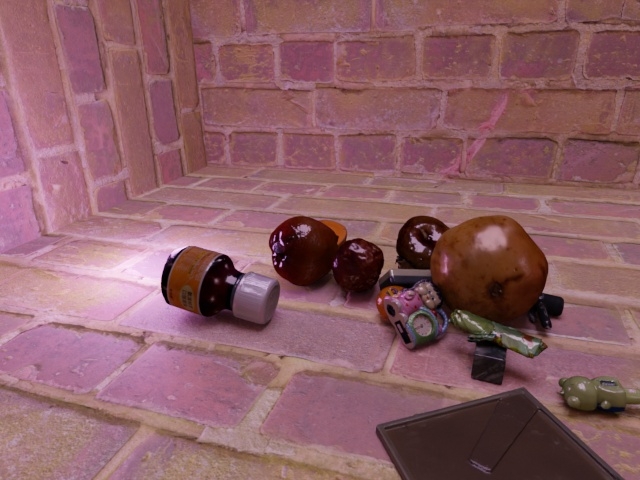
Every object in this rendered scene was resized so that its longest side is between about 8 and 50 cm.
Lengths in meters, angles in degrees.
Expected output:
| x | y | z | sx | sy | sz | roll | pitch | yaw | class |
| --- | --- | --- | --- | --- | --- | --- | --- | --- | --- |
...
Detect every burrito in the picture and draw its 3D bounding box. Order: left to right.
| x | y | z | sx | sy | sz | roll | pitch | yaw | class |
| --- | --- | --- | --- | --- | --- | --- | --- | --- | --- |
| 0.498 | 0.275 | 1.324 | 0.288 | 0.054 | 0.104 | 21 | 32 | 39 | burrito |

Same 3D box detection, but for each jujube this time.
| x | y | z | sx | sy | sz | roll | pitch | yaw | class |
| --- | --- | --- | --- | --- | --- | --- | --- | --- | --- |
| 0.147 | 0.099 | 1.767 | 0.213 | 0.212 | 0.232 | 5 | -1 | 15 | jujube |

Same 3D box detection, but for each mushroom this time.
| x | y | z | sx | sy | sz | roll | pitch | yaw | class |
| --- | --- | --- | --- | --- | --- | --- | --- | --- | --- |
| 0.433 | 0.024 | 1.855 | 0.268 | 0.266 | 0.254 | 4 | -18 | 13 | mushroom |

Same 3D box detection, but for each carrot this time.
| x | y | z | sx | sy | sz | roll | pitch | yaw | class |
| --- | --- | --- | --- | --- | --- | --- | --- | --- | --- |
| 0.000 | 0.000 | 2.191 | 0.259 | 0.100 | 0.307 | -1 | 24 | 8 | carrot |

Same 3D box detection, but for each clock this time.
| x | y | z | sx | sy | sz | roll | pitch | yaw | class |
| --- | --- | --- | --- | --- | --- | --- | --- | --- | --- |
| 0.327 | 0.237 | 1.493 | 0.196 | 0.193 | 0.100 | -22 | -11 | -26 | clock |

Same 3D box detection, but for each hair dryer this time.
| x | y | z | sx | sy | sz | roll | pitch | yaw | class |
| --- | --- | --- | --- | --- | --- | --- | --- | --- | --- |
| 0.772 | 0.248 | 1.554 | 0.125 | 0.071 | 0.219 | 12 | 24 | 14 | hair dryer |

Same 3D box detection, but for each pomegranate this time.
| x | y | z | sx | sy | sz | roll | pitch | yaw | class |
| --- | --- | --- | --- | --- | --- | --- | --- | --- | --- |
| 0.572 | 0.092 | 1.592 | 0.411 | 0.409 | 0.410 | -1 | 22 | 0 | pomegranate |

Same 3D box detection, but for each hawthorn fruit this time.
| x | y | z | sx | sy | sz | roll | pitch | yaw | class |
| --- | --- | --- | --- | --- | --- | --- | --- | --- | --- |
| -0.066 | 0.044 | 1.870 | 0.295 | 0.294 | 0.311 | 17 | -6 | 37 | hawthorn fruit |

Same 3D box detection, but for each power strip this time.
| x | y | z | sx | sy | sz | roll | pitch | yaw | class |
| --- | --- | --- | --- | --- | --- | --- | --- | --- | --- |
| 0.353 | 0.156 | 1.715 | 0.257 | 0.105 | 0.069 | 5 | 60 | -21 | power strip |

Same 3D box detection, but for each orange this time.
| x | y | z | sx | sy | sz | roll | pitch | yaw | class |
| --- | --- | --- | --- | --- | --- | --- | --- | --- | --- |
| 0.265 | 0.226 | 1.602 | 0.136 | 0.117 | 0.135 | -17 | 23 | 7 | orange |

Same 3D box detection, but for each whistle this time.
| x | y | z | sx | sy | sz | roll | pitch | yaw | class |
| --- | --- | --- | --- | --- | --- | --- | --- | --- | --- |
| 0.737 | 0.402 | 1.184 | 0.228 | 0.084 | 0.105 | 1 | 23 | 9 | whistle |

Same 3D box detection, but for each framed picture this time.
| x | y | z | sx | sy | sz | roll | pitch | yaw | class |
| --- | --- | --- | --- | --- | --- | --- | --- | --- | --- |
| 0.395 | 0.495 | 1.050 | 0.447 | 0.028 | 0.326 | -7 | 23 | -15 | framed picture |

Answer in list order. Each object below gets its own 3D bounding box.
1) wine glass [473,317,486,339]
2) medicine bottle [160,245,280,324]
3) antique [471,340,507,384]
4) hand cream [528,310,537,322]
| x | y | z | sx | sy | sz | roll | pitch | yaw | class |
| --- | --- | --- | --- | --- | --- | --- | --- | --- | --- |
| 0.513 | 0.293 | 1.465 | 0.039 | 0.083 | 0.042 | 17 | 26 | 26 | wine glass |
| -0.349 | 0.162 | 1.627 | 0.396 | 0.242 | 0.242 | 10 | 25 | 16 | medicine bottle |
| 0.508 | 0.333 | 1.360 | 0.086 | 0.088 | 0.183 | 9 | 25 | 21 | antique |
| 0.751 | 0.264 | 1.608 | 0.030 | 0.019 | 0.093 | 7 | 22 | 16 | hand cream |
